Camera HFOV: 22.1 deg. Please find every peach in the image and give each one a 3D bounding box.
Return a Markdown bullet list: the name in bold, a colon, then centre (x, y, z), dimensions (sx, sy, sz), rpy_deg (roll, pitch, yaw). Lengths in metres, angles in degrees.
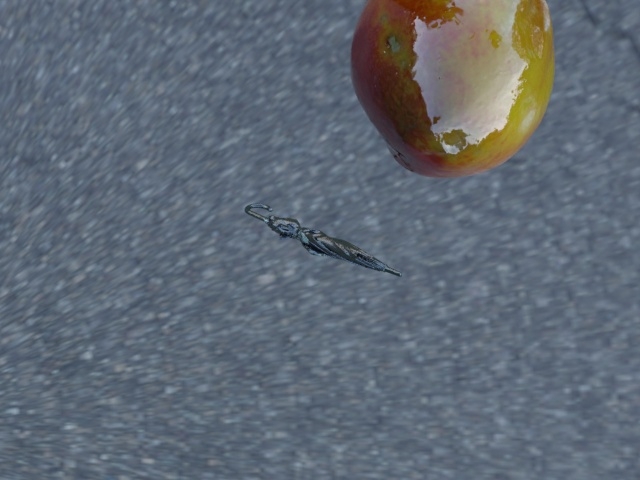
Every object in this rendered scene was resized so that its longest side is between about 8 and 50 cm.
- **peach**: centre (0.058, -0.078, 0.729), dimensions (0.100, 0.100, 0.101), rpy_deg (2, 83, -17)

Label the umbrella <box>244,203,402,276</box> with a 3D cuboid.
- **umbrella**: centre (-0.002, 0.001, 0.915), dimensions (0.022, 0.122, 0.013), rpy_deg (-18, 121, -39)
